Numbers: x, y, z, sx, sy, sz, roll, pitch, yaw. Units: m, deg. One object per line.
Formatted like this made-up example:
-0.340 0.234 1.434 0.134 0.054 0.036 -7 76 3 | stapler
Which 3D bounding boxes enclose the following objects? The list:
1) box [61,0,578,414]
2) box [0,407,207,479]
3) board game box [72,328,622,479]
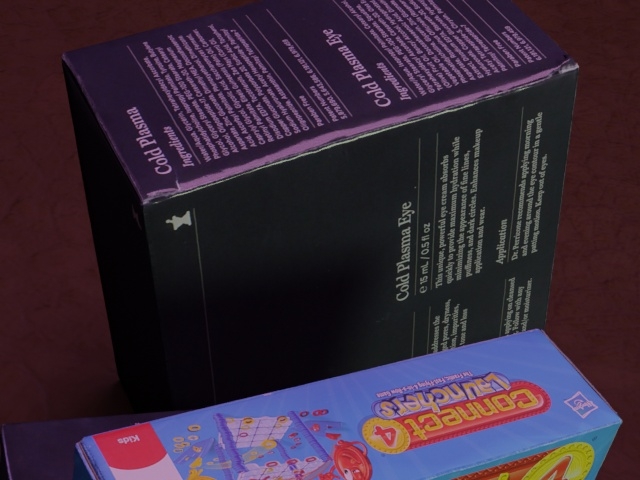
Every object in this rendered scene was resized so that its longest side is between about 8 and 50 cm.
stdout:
0.000 0.000 1.017 0.312 0.343 0.179 -18 45 -18 | box
-0.137 0.202 0.912 0.158 0.156 0.093 -2 40 -21 | box
-0.004 0.218 0.813 0.308 0.302 0.086 -11 43 -30 | board game box
